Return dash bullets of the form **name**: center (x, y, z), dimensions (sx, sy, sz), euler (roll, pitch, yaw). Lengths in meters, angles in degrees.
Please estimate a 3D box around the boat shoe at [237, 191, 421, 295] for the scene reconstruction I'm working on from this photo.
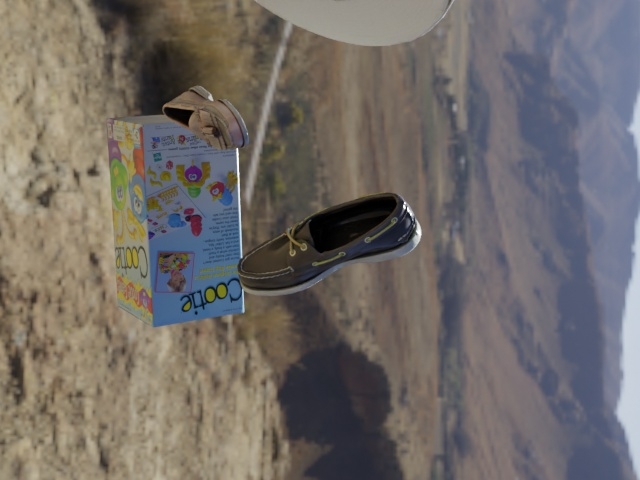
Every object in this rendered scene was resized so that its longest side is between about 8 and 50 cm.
- **boat shoe**: center (0.000, 0.000, 1.240), dimensions (0.068, 0.228, 0.081), euler (59, 17, -48)

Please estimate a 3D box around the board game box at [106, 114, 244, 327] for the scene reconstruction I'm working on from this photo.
- **board game box**: center (-0.204, -0.035, 1.480), dimensions (0.142, 0.144, 0.275), euler (16, -70, 58)

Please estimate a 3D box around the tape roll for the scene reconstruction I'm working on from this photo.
- **tape roll**: center (0.000, -0.398, 1.329), dimensions (0.072, 0.392, 0.392), euler (-63, 157, -21)

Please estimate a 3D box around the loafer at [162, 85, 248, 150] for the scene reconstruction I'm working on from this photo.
- **loafer**: center (-0.101, -0.102, 0.914), dimensions (0.125, 0.039, 0.045), euler (39, -33, 57)
